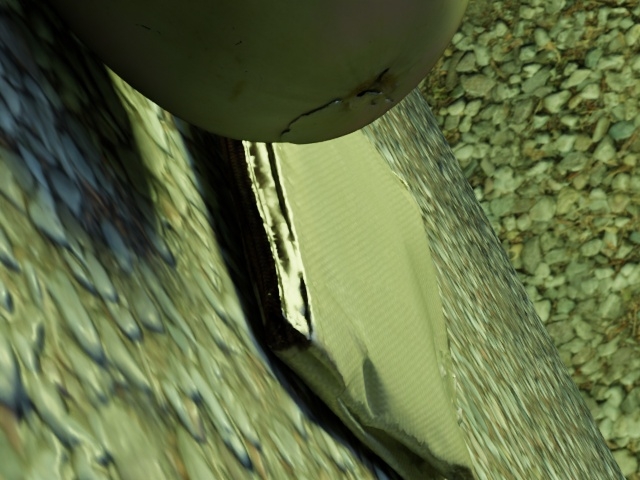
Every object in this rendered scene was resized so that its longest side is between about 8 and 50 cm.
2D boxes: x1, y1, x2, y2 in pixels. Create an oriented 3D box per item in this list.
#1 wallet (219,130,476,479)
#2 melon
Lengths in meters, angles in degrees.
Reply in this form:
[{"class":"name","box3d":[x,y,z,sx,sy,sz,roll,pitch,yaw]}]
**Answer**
[{"class":"wallet","box3d":[0.002,-0.002,1.106,0.275,0.068,0.335,45,22,-43]},{"class":"melon","box3d":[-0.051,-0.192,0.914,0.317,0.223,0.223,57,7,22]}]
